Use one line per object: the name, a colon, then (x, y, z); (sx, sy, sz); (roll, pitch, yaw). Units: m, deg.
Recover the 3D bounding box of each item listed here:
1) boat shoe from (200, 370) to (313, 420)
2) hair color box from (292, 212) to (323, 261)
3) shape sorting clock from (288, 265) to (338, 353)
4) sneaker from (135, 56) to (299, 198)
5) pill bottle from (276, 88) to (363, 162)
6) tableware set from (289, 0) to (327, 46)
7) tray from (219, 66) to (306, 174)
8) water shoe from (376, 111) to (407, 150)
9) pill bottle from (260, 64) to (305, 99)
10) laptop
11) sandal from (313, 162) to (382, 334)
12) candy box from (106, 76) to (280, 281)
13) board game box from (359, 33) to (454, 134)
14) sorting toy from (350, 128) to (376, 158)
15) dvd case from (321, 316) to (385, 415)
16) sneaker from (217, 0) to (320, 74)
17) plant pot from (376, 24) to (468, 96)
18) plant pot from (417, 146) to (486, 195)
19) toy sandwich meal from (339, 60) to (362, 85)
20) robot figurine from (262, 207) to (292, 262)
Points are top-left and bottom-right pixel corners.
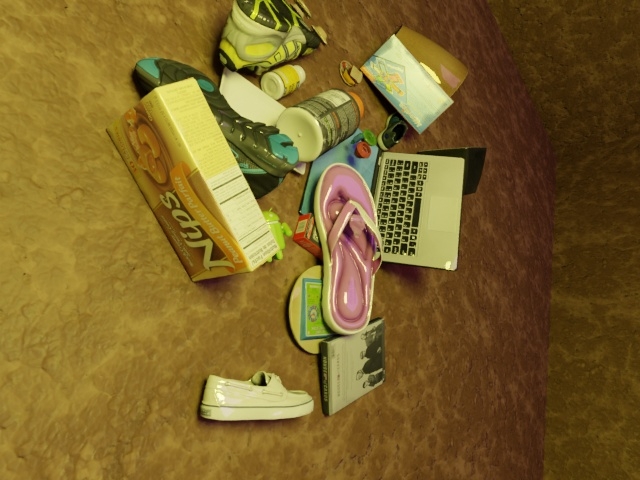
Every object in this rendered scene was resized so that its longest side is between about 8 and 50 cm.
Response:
boat shoe: (-0.109, 0.300, 0.862); (0.258, 0.095, 0.084); (18, 72, -46)
hair color box: (0.000, 0.000, 1.094); (0.141, 0.043, 0.072); (37, 55, -37)
shape sorting clock: (-0.007, 0.163, 1.048); (0.206, 0.040, 0.206); (15, 72, -52)
sneaker: (-0.213, -0.208, 0.845); (0.341, 0.139, 0.125); (37, 37, -10)
pill bottle: (0.013, -0.290, 1.068); (0.245, 0.130, 0.130); (-42, 112, -45)
tableware set: (-0.028, -0.563, 1.140); (0.141, 0.020, 0.169); (46, 10, -19)
tray: (-0.131, -0.268, 1.023); (0.270, 0.030, 0.145); (26, 63, -42)
water shoe: (0.254, -0.361, 1.434); (0.073, 0.080, 0.203); (52, 47, -26)
pill bottle: (-0.087, -0.390, 1.074); (0.116, 0.065, 0.065); (-45, 114, -43)
laptop: (0.195, -0.155, 1.215); (0.236, 0.407, 0.382); (74, 26, -62)
sandal: (0.083, 0.011, 1.040); (0.169, 0.102, 0.416); (2, 79, -27)
candy box: (-0.220, -0.089, 0.765); (0.087, 0.183, 0.316); (-41, 111, -44)
board game box: (0.272, -0.487, 1.387); (0.281, 0.145, 0.027); (46, 11, -8)
sorting toy: (0.113, -0.260, 1.197); (0.061, 0.042, 0.102); (41, 47, -20)
dvd case: (0.088, 0.307, 1.105); (0.238, 0.029, 0.179); (-8, 99, -48)
sneaker: (-0.121, -0.471, 1.018); (0.145, 0.147, 0.384); (47, 27, 1)
plant pot: (0.319, -0.581, 1.473); (0.254, 0.237, 0.237); (41, 52, -18)
plant pot: (0.479, -0.248, 1.596); (0.188, 0.187, 0.167); (-16, 106, -49)
toy sandwich meal: (0.091, -0.505, 1.326); (0.085, 0.029, 0.086); (14, 70, -46)
robot figurine: (-0.115, -0.011, 0.951); (0.101, 0.067, 0.115); (-12, 91, -19)
